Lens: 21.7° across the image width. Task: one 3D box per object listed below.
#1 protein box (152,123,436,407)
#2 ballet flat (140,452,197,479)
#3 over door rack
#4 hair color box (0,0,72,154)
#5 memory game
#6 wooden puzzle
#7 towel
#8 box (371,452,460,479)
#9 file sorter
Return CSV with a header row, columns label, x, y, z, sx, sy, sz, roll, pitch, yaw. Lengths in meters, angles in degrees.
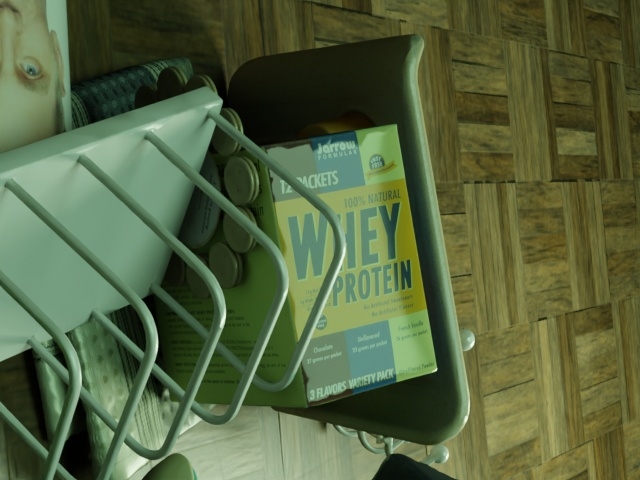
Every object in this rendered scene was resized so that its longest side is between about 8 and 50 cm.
label,x,y,z,sx,sy,sz,roll,pitch,yaw
protein box,-0.032,0.022,1.362,0.136,0.200,0.201,-12,94,-37
ballet flat,-0.155,0.288,1.358,0.086,0.086,0.248,38,53,-55
over door rack,0.063,0.050,1.664,0.239,0.108,0.324,-171,-106,-75
hair color box,-0.268,-0.183,1.185,0.174,0.105,0.347,2,84,-63
memory game,-0.103,-0.045,1.311,0.012,0.186,0.186,-11,96,-37
wooden puzzle,0.000,0.000,1.514,0.080,0.322,0.348,-9,96,-29
towel,-0.160,0.018,1.436,0.312,0.056,0.324,-33,112,-64
box,0.146,0.501,1.239,0.297,0.472,0.480,33,91,-46
file sorter,-0.141,0.047,1.158,0.277,0.173,0.193,-25,147,-46
